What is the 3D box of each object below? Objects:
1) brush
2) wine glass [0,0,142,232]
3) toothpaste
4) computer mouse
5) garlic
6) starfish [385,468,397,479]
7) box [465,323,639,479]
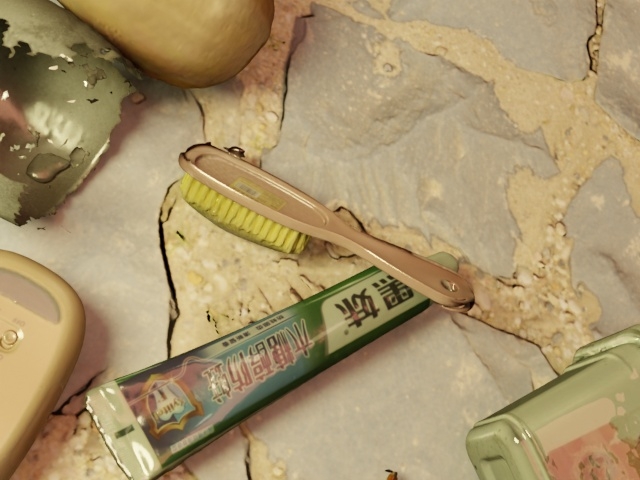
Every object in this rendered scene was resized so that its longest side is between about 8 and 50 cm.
[{"bbox_3d":[0.000,0.000,1.020,0.313,0.067,0.072,26,32,5],"label":"brush"},{"bbox_3d":[-0.329,-0.169,0.922,0.357,0.190,0.190,37,64,1],"label":"wine glass"},{"bbox_3d":[-0.026,0.097,1.003,0.392,0.061,0.098,-26,74,-25],"label":"toothpaste"},{"bbox_3d":[-0.294,0.120,0.887,0.145,0.082,0.236,29,67,-9],"label":"computer mouse"},{"bbox_3d":[-0.204,-0.261,1.004,0.338,0.196,0.151,28,88,-8],"label":"garlic"},{"bbox_3d":[0.102,0.331,0.981,0.241,0.043,0.227,15,69,-20],"label":"starfish"},{"bbox_3d":[0.279,0.262,1.003,0.183,0.175,0.311,-23,81,-18],"label":"box"}]
